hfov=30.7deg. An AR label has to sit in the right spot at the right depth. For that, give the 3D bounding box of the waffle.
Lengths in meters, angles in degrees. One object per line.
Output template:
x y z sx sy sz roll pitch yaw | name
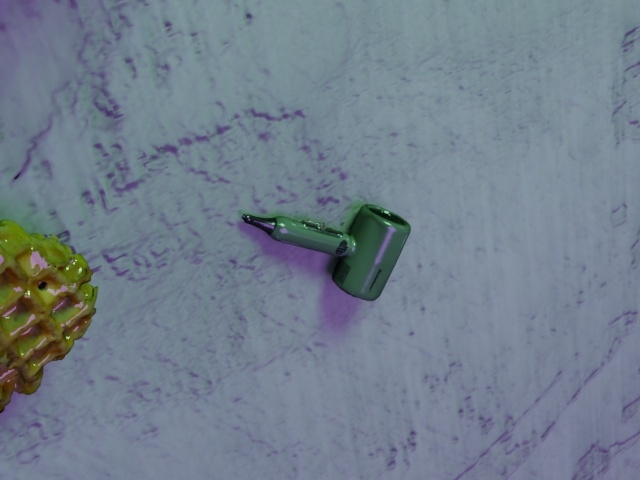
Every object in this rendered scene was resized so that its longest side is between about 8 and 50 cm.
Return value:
-0.226 0.055 0.744 0.149 0.051 0.194 -51 152 13 | waffle

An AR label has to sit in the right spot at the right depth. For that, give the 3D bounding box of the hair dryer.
0.000 0.000 0.937 0.150 0.047 0.071 14 106 -34 | hair dryer
